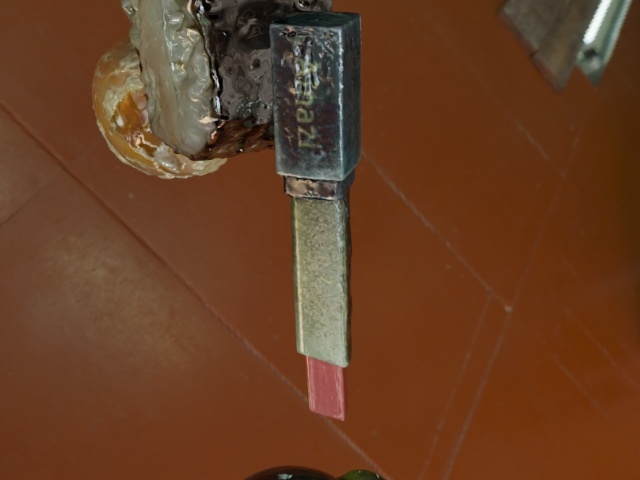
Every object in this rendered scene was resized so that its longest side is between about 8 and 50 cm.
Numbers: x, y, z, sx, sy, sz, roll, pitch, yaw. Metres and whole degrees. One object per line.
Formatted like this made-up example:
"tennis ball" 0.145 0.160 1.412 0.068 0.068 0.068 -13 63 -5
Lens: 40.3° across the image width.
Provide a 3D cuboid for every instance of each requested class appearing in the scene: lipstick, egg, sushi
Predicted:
"lipstick" 0.000 0.000 0.618 0.051 0.051 0.312 -58 150 -61
"egg" -0.207 -0.185 1.167 0.233 0.195 0.195 41 40 18
"sushi" -0.070 -0.244 0.775 0.207 0.234 0.349 -10 101 -28

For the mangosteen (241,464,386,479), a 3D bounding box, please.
"mangosteen" -0.015 0.422 1.130 0.300 0.300 0.300 21 54 -32
